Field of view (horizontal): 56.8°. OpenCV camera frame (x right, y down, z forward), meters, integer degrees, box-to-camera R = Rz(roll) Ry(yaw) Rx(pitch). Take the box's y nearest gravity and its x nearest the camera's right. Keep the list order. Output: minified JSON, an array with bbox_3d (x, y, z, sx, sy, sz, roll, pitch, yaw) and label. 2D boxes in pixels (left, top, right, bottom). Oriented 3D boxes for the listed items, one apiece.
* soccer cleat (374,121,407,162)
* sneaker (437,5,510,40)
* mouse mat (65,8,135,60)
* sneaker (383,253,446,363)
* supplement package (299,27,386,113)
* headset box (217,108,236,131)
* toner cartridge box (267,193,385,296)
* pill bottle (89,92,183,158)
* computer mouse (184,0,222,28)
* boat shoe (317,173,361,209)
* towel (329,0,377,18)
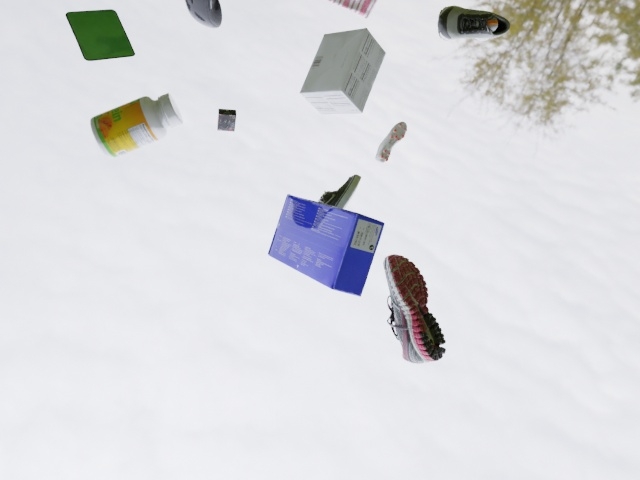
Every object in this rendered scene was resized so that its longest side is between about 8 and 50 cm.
[{"bbox_3d":[0.286,-0.410,2.448,0.068,0.196,0.076,33,178,-27],"label":"soccer cleat"},{"bbox_3d":[0.461,-0.658,1.787,0.272,0.100,0.108,-12,-161,-32],"label":"sneaker"},{"bbox_3d":[-0.656,-0.614,1.764,0.153,0.007,0.189,-17,-107,-30],"label":"mouse mat"},{"bbox_3d":[0.221,0.182,1.559,0.121,0.112,0.299,-9,-100,-44],"label":"sneaker"},{"bbox_3d":[0.081,-0.606,2.141,0.204,0.145,0.261,9,-108,41],"label":"supplement package"},{"bbox_3d":[-0.330,-0.418,2.074,0.062,0.083,0.032,2,-132,-14],"label":"headset box"},{"bbox_3d":[0.000,0.000,1.340,0.075,0.165,0.348,18,-178,-29],"label":"toner cartridge box"},{"bbox_3d":[-0.548,-0.352,1.781,0.246,0.136,0.136,-22,-134,0],"label":"pill bottle"},{"bbox_3d":[-0.353,-0.674,1.537,0.184,0.262,0.060,25,-123,16],"label":"computer mouse"},{"bbox_3d":[0.029,-0.097,1.543,0.070,0.078,0.219,35,-108,4],"label":"boat shoe"},{"bbox_3d":[0.081,-0.702,1.607,0.197,0.144,0.029,16,-143,-23],"label":"towel"}]
